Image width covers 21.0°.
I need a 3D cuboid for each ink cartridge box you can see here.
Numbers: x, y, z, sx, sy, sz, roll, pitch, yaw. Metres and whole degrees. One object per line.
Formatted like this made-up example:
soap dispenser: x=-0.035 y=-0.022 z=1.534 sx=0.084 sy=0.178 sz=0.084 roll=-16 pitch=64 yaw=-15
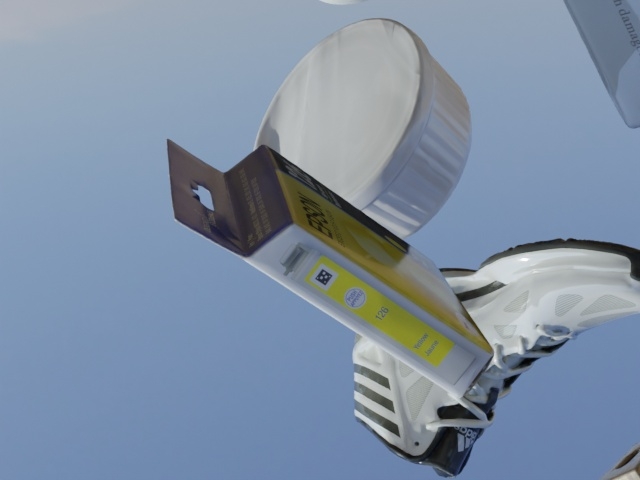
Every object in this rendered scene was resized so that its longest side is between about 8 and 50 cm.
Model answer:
ink cartridge box: x=0.000 y=0.000 z=1.634 sx=0.307 sy=0.072 sz=0.303 roll=36 pitch=-170 yaw=-15

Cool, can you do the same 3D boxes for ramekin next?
ramekin: x=0.055 y=-0.113 z=2.002 sx=0.127 sy=0.273 sz=0.273 roll=32 pitch=167 yaw=-36

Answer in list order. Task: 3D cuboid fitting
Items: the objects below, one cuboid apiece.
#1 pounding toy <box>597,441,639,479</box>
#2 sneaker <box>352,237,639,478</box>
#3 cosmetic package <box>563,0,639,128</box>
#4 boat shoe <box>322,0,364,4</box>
pounding toy: x=0.328 y=0.269 z=1.760 sx=0.141 sy=0.130 sz=0.100 roll=-31 pitch=178 yaw=-46
sneaker: x=0.225 y=0.155 z=2.066 sx=0.447 sy=0.257 sz=0.169 roll=-12 pitch=156 yaw=39
cosmetic package: x=0.431 y=-0.356 z=1.581 sx=0.393 sy=0.327 sz=0.329 roll=-13 pitch=-150 yaw=35
boat shoe: x=-0.009 y=-0.329 z=1.438 sx=0.114 sy=0.091 sz=0.302 roll=-18 pitch=-126 yaw=-14
